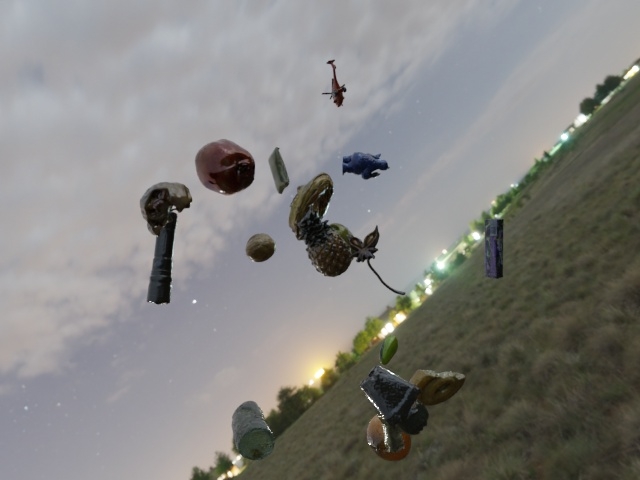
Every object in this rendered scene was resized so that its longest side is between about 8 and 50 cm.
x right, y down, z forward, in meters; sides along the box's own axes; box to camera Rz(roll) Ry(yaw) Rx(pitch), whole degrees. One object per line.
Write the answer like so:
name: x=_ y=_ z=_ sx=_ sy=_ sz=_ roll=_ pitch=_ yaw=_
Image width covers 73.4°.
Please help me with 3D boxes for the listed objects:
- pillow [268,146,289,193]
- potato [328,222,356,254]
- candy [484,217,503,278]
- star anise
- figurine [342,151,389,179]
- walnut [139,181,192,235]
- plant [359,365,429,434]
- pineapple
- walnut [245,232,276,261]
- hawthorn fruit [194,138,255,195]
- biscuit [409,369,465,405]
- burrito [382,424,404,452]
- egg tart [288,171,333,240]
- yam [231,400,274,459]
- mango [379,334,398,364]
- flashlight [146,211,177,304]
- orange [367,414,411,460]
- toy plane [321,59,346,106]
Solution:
pillow: x=-0.204 y=-0.339 z=2.091 sx=0.053 sy=0.208 sz=0.119 roll=-9 pitch=-14 yaw=-35
potato: x=0.081 y=0.015 z=1.834 sx=0.248 sy=0.169 sz=0.143 roll=73 pitch=-147 yaw=-60
candy: x=0.898 y=0.039 z=2.223 sx=0.061 sy=0.312 sz=0.088 roll=-3 pitch=6 yaw=-25
star anise: x=0.209 y=0.076 z=1.549 sx=0.148 sy=0.218 sz=0.227 roll=-43 pitch=-42 yaw=-8
figurine: x=0.238 y=-0.408 z=2.285 sx=0.262 sy=0.164 sz=0.121 roll=-9 pitch=-26 yaw=-7
walnut: x=-0.632 y=-0.150 z=1.689 sx=0.238 sy=0.204 sz=0.141 roll=-41 pitch=-46 yaw=16
plant: x=0.255 y=0.546 z=1.461 sx=0.164 sy=0.256 sz=0.142 roll=-48 pitch=-2 yaw=-21
pineapple: x=0.000 y=0.000 z=1.519 sx=0.158 sy=0.158 sz=0.278 roll=-42 pitch=-54 yaw=-10
walnut: x=-0.314 y=0.037 z=2.238 sx=0.166 sy=0.149 sz=0.166 roll=-22 pitch=-3 yaw=-1
hawthorn fruit: x=-0.397 y=-0.324 z=1.876 sx=0.254 sy=0.254 sz=0.300 roll=-36 pitch=24 yaw=-33
biscuit: x=0.526 y=0.676 z=1.969 sx=0.274 sy=0.091 sz=0.213 roll=5 pitch=-59 yaw=-27
burrito: x=0.295 y=0.783 z=1.783 sx=0.082 sy=0.059 sz=0.275 roll=-14 pitch=-59 yaw=0
egg tart: x=-0.051 y=-0.135 z=1.681 sx=0.297 sy=0.132 sz=0.297 roll=-57 pitch=-18 yaw=-30
yam: x=-0.283 y=0.768 z=1.740 sx=0.154 sy=0.154 sz=0.254 roll=-42 pitch=22 yaw=-12
mango: x=0.360 y=0.574 z=2.251 sx=0.091 sy=0.074 sz=0.165 roll=53 pitch=-132 yaw=-39
flashlight: x=-0.690 y=0.070 z=1.893 sx=0.103 sy=0.103 sz=0.424 roll=49 pitch=-137 yaw=-77
orange: x=0.318 y=0.923 z=2.012 sx=0.170 sy=0.224 sz=0.224 roll=-23 pitch=-23 yaw=-34
toy plane: x=0.074 y=-0.679 z=1.869 sx=0.126 sy=0.077 sz=0.194 roll=-13 pitch=-54 yaw=-35
